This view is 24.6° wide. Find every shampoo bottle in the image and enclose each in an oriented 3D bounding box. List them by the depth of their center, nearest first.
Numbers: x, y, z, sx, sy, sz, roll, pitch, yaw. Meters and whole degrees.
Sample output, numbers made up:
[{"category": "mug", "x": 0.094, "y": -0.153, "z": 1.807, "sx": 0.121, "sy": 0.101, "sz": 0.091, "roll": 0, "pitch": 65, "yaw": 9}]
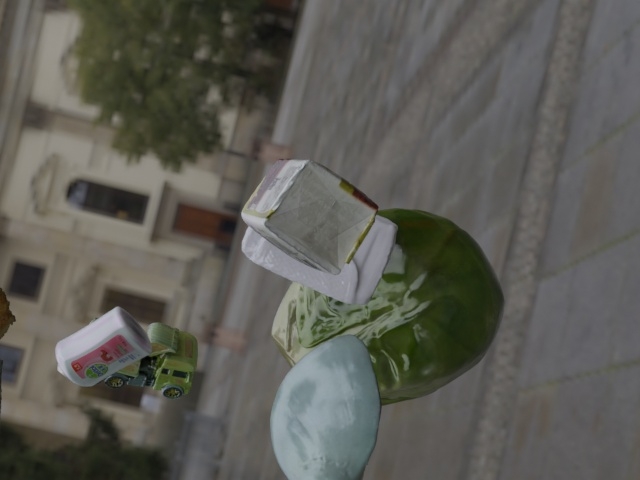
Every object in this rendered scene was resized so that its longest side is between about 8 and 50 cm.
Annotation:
[{"category": "shampoo bottle", "x": -0.244, "y": 0.121, "z": 1.618, "sx": 0.072, "sy": 0.099, "sz": 0.043, "roll": 54, "pitch": -171, "yaw": -46}]

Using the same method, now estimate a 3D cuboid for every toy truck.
[{"category": "toy truck", "x": -0.283, "y": 0.172, "z": 2.294, "sx": 0.116, "sy": 0.191, "sz": 0.085, "roll": 117, "pitch": 160, "yaw": -45}]

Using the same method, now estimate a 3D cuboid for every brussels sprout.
[{"category": "brussels sprout", "x": 0.098, "y": 0.110, "z": 2.246, "sx": 0.355, "sy": 0.289, "sz": 0.281, "roll": -34, "pitch": -12, "yaw": 6}]

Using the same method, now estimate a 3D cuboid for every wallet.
[{"category": "wallet", "x": 0.000, "y": 0.000, "z": 1.875, "sx": 0.032, "sy": 0.183, "sz": 0.124, "roll": 119, "pitch": 175, "yaw": -82}]

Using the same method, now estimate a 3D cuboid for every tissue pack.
[{"category": "tissue pack", "x": -0.013, "y": -0.031, "z": 1.633, "sx": 0.099, "sy": 0.106, "sz": 0.149, "roll": -56, "pitch": 13, "yaw": -4}]

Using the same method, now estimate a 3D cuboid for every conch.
[{"category": "conch", "x": 0.010, "y": 0.232, "z": 1.922, "sx": 0.185, "sy": 0.121, "sz": 0.221, "roll": 4, "pitch": 91, "yaw": 43}]

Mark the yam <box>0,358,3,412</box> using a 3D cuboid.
[{"category": "yam", "x": -0.446, "y": 0.268, "z": 1.848, "sx": 0.093, "sy": 0.093, "sz": 0.259, "roll": 116, "pitch": 153, "yaw": -70}]

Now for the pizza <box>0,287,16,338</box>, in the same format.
[{"category": "pizza", "x": -0.506, "y": 0.093, "z": 1.725, "sx": 0.268, "sy": 0.087, "sz": 0.258, "roll": -45, "pitch": -43, "yaw": -28}]
